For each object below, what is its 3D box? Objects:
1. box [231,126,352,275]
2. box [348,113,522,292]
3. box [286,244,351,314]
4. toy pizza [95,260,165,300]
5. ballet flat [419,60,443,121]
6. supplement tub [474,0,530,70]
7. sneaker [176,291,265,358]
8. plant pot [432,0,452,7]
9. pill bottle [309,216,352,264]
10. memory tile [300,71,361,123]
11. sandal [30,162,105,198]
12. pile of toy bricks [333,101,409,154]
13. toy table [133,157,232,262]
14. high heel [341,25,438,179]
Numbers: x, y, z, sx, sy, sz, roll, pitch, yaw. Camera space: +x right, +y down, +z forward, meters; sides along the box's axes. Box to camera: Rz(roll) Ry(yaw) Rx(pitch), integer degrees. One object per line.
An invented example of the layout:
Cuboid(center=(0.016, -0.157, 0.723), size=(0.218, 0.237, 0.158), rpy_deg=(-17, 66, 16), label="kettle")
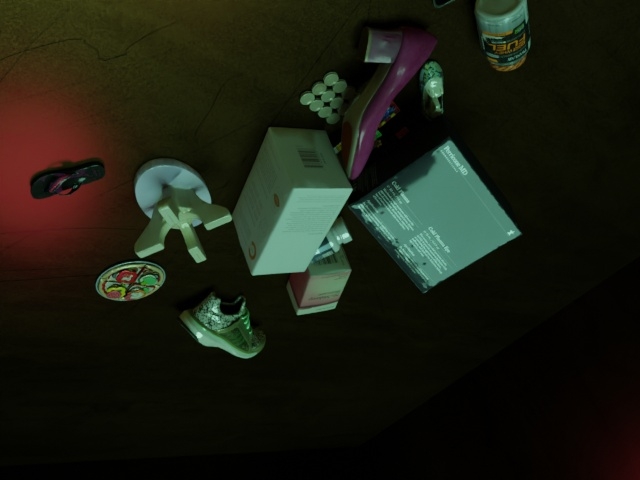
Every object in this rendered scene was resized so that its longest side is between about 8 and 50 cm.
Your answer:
Cuboid(center=(-0.086, -0.097, 1.750), size=(0.168, 0.215, 0.345), rpy_deg=(-2, 143, -29), label="box")
Cuboid(center=(0.299, -0.093, 1.769), size=(0.312, 0.179, 0.343), rpy_deg=(-33, 112, 21), label="box")
Cuboid(center=(-0.009, 0.126, 2.203), size=(0.149, 0.127, 0.232), rpy_deg=(-8, 145, -21), label="box")
Cuboid(center=(-0.559, 0.128, 1.974), size=(0.201, 0.032, 0.201), rpy_deg=(-15, 147, -10), label="toy pizza")
Cuboid(center=(0.291, -0.374, 1.705), size=(0.070, 0.070, 0.188), rpy_deg=(-21, 147, -1), label="ballet flat")
Cuboid(center=(0.429, -0.493, 1.562), size=(0.117, 0.117, 0.190), rpy_deg=(-27, 147, 8), label="supplement tub")
Cuboid(center=(-0.288, 0.278, 2.270), size=(0.182, 0.158, 0.410), rpy_deg=(-49, 147, 8), label="sneaker")
Cuboid(center=(0.252, -0.596, 1.263), size=(0.188, 0.167, 0.187), rpy_deg=(-27, 147, 7), label="plant pot")
Cuboid(center=(0.000, 0.000, 2.042), size=(0.180, 0.108, 0.108), rpy_deg=(-26, 147, 6), label="pill bottle")
Cuboid(center=(0.028, -0.349, 1.637), size=(0.113, 0.012, 0.148), rpy_deg=(-36, 144, 21), label="memory tile")
Cuboid(center=(-0.593, -0.134, 1.563), size=(0.179, 0.040, 0.067), rpy_deg=(-19, 148, -4), label="sandal")
Cuboid(center=(0.131, -0.263, 1.760), size=(0.212, 0.118, 0.105), rpy_deg=(-38, -175, 6), label="pile of toy bricks")
Cuboid(center=(-0.358, -0.067, 1.690), size=(0.252, 0.161, 0.274), rpy_deg=(-29, 146, 10), label="toy table")
Cuboid(center=(0.160, -0.314, 1.582), size=(0.181, 0.127, 0.377), rpy_deg=(1, 124, -17), label="high heel")
